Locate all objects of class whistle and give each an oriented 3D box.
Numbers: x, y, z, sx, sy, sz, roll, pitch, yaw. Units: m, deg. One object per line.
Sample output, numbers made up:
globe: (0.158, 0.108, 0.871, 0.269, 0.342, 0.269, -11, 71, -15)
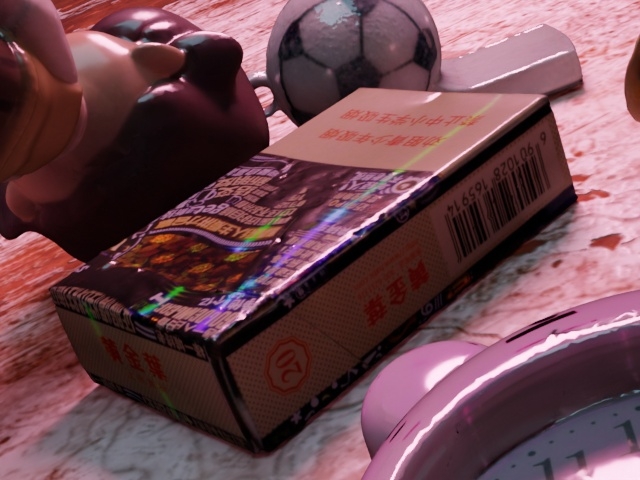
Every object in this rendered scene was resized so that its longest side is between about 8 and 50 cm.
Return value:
whistle: (0.062, -0.164, 1.013, 0.290, 0.163, 0.163, -20, 24, 2)

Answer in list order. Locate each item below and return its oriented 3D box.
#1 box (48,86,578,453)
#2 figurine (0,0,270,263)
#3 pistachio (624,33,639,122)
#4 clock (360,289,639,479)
box: (0.000, 0.000, 0.803, 0.310, 0.084, 0.198, -36, 28, -30)
figurine: (-0.201, -0.092, 0.881, 0.206, 0.218, 0.365, 29, 8, 37)
pistachio: (0.309, -0.147, 0.789, 0.229, 0.157, 0.157, -38, 27, -8)
clock: (0.130, 0.118, 0.416, 0.296, 0.113, 0.322, -16, 23, 11)
